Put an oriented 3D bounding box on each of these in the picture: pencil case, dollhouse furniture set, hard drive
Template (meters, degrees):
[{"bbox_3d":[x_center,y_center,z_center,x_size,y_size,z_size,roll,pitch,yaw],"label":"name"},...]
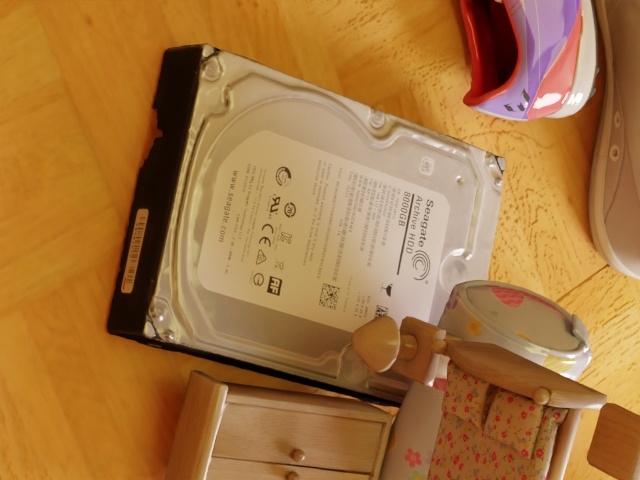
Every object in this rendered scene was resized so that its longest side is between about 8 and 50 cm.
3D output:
[{"bbox_3d":[0.116,0.167,1.593,0.273,0.124,0.113,-68,168,21],"label":"pencil case"},{"bbox_3d":[0.042,0.218,1.419,0.174,0.355,0.303,10,96,-33],"label":"dollhouse furniture set"},{"bbox_3d":[0.000,0.000,1.606,0.339,0.064,0.237,19,79,-38],"label":"hard drive"}]

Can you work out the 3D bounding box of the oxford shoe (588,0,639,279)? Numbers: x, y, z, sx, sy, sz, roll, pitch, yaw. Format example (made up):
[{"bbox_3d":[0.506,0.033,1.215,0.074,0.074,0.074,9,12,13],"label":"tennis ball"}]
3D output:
[{"bbox_3d":[0.337,-0.185,1.819,0.169,0.130,0.449,1,92,-30],"label":"oxford shoe"}]

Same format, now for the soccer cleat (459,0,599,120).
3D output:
[{"bbox_3d":[0.173,-0.263,1.721,0.116,0.108,0.318,-7,97,-35],"label":"soccer cleat"}]
